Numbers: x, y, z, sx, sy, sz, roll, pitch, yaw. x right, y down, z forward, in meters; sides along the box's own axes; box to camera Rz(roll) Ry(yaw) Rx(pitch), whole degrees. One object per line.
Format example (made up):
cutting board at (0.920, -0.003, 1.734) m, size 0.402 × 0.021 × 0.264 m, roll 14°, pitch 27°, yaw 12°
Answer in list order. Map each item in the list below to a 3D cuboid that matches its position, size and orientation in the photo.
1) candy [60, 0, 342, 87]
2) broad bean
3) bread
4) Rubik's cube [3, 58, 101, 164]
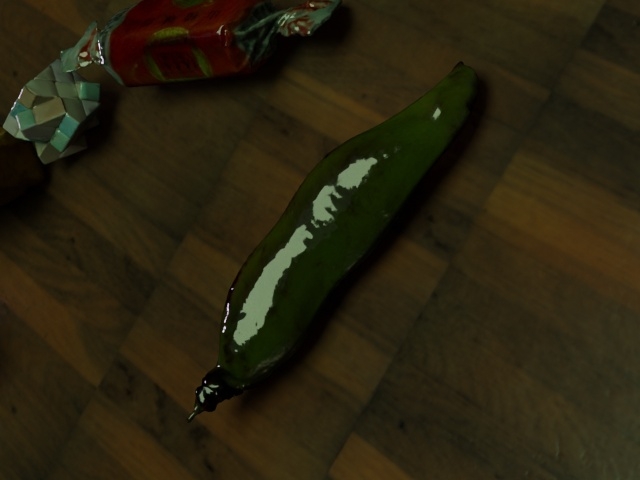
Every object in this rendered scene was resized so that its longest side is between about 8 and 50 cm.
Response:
candy at (-0.111, -0.174, 1.151) m, size 0.292 × 0.059 × 0.086 m, roll 0°, pitch 43°, yaw 35°
broad bean at (0.000, 0.000, 1.007) m, size 0.077 × 0.061 × 0.339 m, roll 43°, pitch 101°, yaw 32°
bread at (-0.399, -0.042, 1.281) m, size 0.271 × 0.139 × 0.077 m, roll -17°, pitch 88°, yaw 34°
Rubik's cube at (-0.240, -0.111, 1.226) m, size 0.084 × 0.073 × 0.075 m, roll -56°, pitch 5°, yaw -36°
